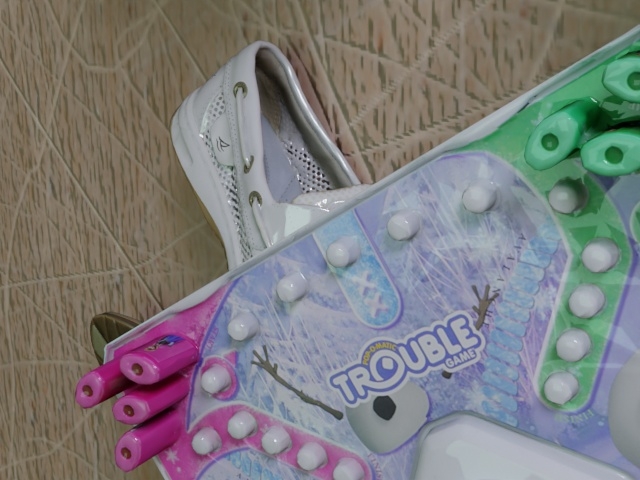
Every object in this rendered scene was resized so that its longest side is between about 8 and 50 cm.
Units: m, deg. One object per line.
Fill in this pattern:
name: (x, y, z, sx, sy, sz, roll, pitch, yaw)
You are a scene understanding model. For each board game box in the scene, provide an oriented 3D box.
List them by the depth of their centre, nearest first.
board game box: (0.092, 0.159, 0.489, 0.390, 0.050, 0.389, -30, 89, 33)

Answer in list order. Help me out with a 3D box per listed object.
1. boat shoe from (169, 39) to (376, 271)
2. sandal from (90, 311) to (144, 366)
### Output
boat shoe: (0.000, 0.000, 0.589, 0.096, 0.098, 0.277, -45, 68, 39)
sandal: (-0.094, 0.097, 0.733, 0.180, 0.049, 0.072, 12, 113, 24)
